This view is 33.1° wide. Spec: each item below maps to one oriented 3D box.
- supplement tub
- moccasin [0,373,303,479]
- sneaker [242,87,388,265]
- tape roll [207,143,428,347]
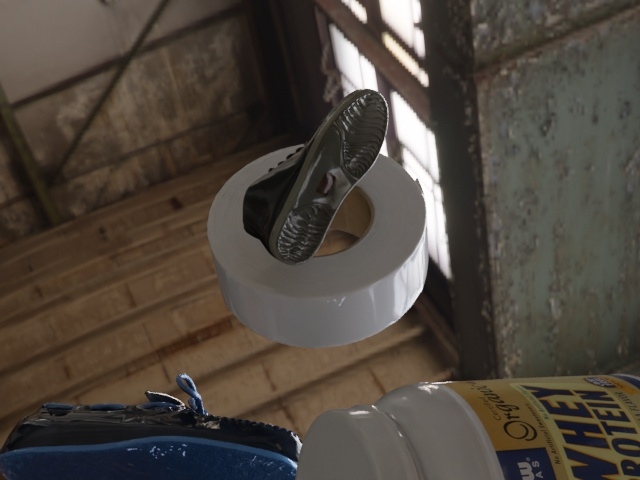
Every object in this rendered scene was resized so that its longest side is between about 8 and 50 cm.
[{"bbox_3d":[0.157,0.232,0.914,0.316,0.228,0.228,0,-141,-23],"label":"supplement tub"},{"bbox_3d":[-0.176,0.202,1.131,0.342,0.137,0.116,2,-142,13],"label":"moccasin"},{"bbox_3d":[-0.016,-0.088,1.249,0.222,0.083,0.118,-58,-144,-1],"label":"sneaker"},{"bbox_3d":[0.000,0.000,1.401,0.286,0.100,0.286,-4,-135,4],"label":"tape roll"}]
